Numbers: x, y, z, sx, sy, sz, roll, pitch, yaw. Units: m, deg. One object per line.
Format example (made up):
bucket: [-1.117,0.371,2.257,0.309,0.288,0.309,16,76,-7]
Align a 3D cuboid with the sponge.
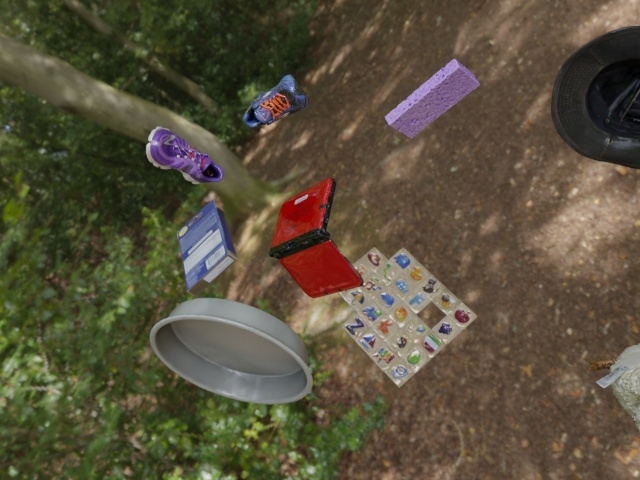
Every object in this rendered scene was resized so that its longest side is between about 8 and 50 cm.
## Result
sponge: [0.263,-0.331,1.575,0.210,0.117,0.031,-37,61,24]

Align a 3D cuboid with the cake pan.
cake pan: [-0.150,0.195,1.167,0.293,0.293,0.054,-43,23,49]

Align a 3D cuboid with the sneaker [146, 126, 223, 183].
sneaker: [-0.229,-0.146,1.155,0.071,0.170,0.068,9,81,34]

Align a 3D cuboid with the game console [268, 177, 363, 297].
game console: [0.000,0.000,0.899,0.144,0.085,0.124,-22,51,57]

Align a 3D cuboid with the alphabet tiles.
alphabet tiles: [0.138,0.125,1.253,0.198,0.237,0.009,-39,-26,-13]

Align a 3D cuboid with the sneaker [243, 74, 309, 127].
sneaker: [-0.099,-0.291,1.460,0.087,0.083,0.221,-46,15,-25]

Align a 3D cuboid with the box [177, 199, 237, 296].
box: [-0.269,0.012,1.564,0.136,0.036,0.225,-41,39,14]

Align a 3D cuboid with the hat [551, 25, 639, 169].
hat: [0.676,-0.321,1.451,0.331,0.331,0.134,-50,5,34]

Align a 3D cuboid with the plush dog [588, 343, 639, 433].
plush dog: [0.686,0.331,1.362,0.210,0.225,0.262,-18,13,41]
